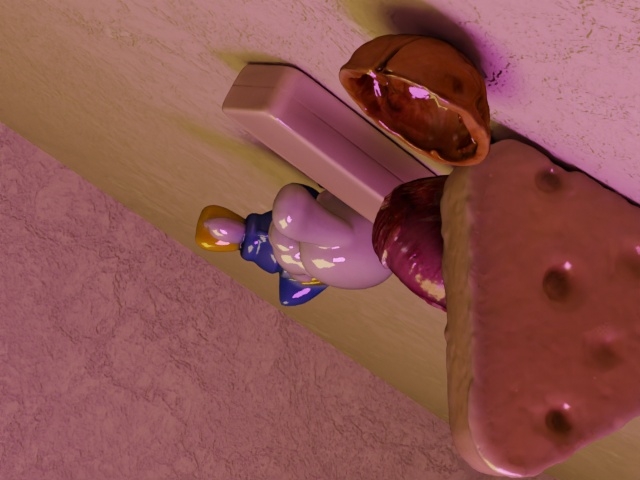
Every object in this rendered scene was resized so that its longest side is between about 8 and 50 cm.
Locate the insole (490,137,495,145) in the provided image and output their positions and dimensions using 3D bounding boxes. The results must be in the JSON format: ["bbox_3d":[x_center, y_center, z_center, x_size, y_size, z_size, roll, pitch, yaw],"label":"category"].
[{"bbox_3d":[0.195,-0.107,1.788,0.081,0.011,0.248,22,168,32],"label":"insole"}]

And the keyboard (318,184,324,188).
[{"bbox_3d":[0.007,-0.107,2.261,0.055,0.014,0.176,24,169,18],"label":"keyboard"}]

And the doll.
[{"bbox_3d":[0.004,-0.008,2.273,0.376,0.187,0.365,39,156,-32],"label":"doll"}]

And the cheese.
[{"bbox_3d":[0.321,0.078,1.705,0.384,0.384,0.104,30,168,-6],"label":"cheese"}]

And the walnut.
[{"bbox_3d":[0.112,-0.162,1.535,0.167,0.087,0.211,19,165,24],"label":"walnut"}]

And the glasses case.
[{"bbox_3d":[0.029,-0.118,1.984,0.336,0.076,0.144,35,167,-33],"label":"glasses case"}]

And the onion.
[{"bbox_3d":[0.182,-0.011,1.821,0.230,0.230,0.163,29,129,-4],"label":"onion"}]
